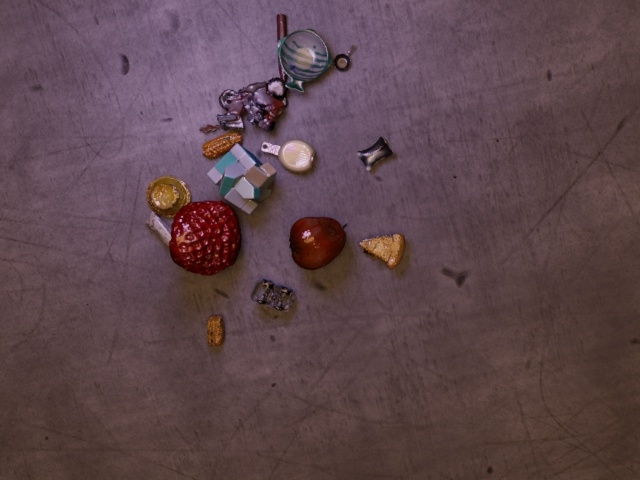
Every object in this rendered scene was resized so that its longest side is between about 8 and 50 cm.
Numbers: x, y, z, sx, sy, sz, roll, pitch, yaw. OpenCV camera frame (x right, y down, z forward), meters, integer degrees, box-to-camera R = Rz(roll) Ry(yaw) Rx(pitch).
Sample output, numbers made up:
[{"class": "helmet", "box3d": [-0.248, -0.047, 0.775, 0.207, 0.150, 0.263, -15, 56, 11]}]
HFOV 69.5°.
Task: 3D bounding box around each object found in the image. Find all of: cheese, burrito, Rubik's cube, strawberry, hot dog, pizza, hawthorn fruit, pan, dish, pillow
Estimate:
[{"class": "cheese", "box3d": [-0.137, -0.361, 1.912, 0.228, 0.064, 0.137, 15, 93, -2]}, {"class": "burrito", "box3d": [-0.665, -0.036, 1.962, 0.064, 0.064, 0.203, -44, 92, 5]}, {"class": "Rubik's cube", "box3d": [-0.294, -0.244, 1.836, 0.224, 0.265, 0.213, -43, 78, 8]}, {"class": "strawberry", "box3d": [-0.463, -0.006, 1.818, 0.295, 0.345, 0.317, 33, 96, -1]}, {"class": "hot dog", "box3d": [-0.411, -0.398, 1.917, 0.188, 0.055, 0.072, -24, 97, 3]}, {"class": "pizza", "box3d": [0.256, 0.032, 1.949, 0.194, 0.069, 0.154, 12, 97, 6]}, {"class": "hawthorn fruit", "box3d": [0.000, 0.000, 1.881, 0.261, 0.224, 0.224, -20, 96, -10]}, {"class": "pan", "box3d": [0.102, -0.746, 1.883, 0.068, 0.023, 0.115, 38, 99, -2]}, {"class": "dish", "box3d": [-0.073, -0.719, 1.857, 0.224, 0.078, 0.245, 16, 95, -9]}, {"class": "pillow", "box3d": [0.227, -0.360, 1.911, 0.136, 0.055, 0.091, -33, 114, 7]}]

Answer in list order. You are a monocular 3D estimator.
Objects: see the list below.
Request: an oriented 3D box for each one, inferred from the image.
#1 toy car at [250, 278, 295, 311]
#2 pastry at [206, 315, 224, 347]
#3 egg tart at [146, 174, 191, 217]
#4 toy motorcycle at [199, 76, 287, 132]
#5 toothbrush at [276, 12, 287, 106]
[{"class": "toy car", "box3d": [-0.204, 0.228, 1.970, 0.191, 0.100, 0.097, 23, 96, -21]}, {"class": "pastry", "box3d": [-0.456, 0.396, 2.008, 0.080, 0.056, 0.140, -4, 99, 13]}, {"class": "egg tart", "box3d": [-0.644, -0.184, 1.939, 0.191, 0.074, 0.191, 0, 98, 3]}, {"class": "toy motorcycle", "box3d": [-0.315, -0.519, 1.866, 0.401, 0.134, 0.207, -13, 90, 1]}, {"class": "toothbrush", "box3d": [-0.154, -0.732, 1.883, 0.041, 0.041, 0.363, -1, 97, 1]}]
